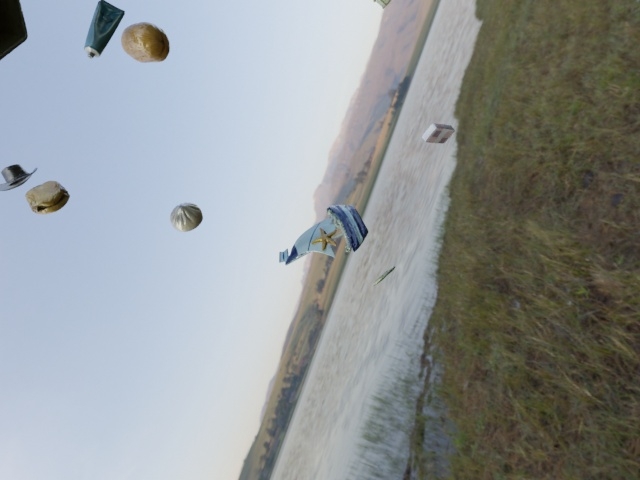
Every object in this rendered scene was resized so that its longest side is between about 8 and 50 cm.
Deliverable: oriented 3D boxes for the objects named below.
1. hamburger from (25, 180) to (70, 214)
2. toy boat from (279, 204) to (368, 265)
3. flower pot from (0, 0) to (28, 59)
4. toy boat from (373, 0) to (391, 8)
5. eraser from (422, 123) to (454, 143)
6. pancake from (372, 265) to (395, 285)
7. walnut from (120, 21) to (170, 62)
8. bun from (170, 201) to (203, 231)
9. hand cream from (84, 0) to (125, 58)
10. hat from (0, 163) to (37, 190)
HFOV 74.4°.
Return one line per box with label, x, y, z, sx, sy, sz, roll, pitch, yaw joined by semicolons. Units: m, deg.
hamburger;-1.087;-0.169;1.680;0.147;0.138;0.083;-40;-36;-27
toy boat;0.000;0.000;1.325;0.067;0.291;0.220;53;-171;-45
flower pot;-0.699;-0.439;0.760;0.209;0.190;0.239;-47;-37;-58
toy boat;0.163;-0.598;0.940;0.066;0.065;0.172;-47;-2;-23
eraser;0.396;-0.358;1.414;0.105;0.026;0.065;-5;-35;-37
pancake;0.212;0.123;1.431;0.108;0.017;0.108;-37;-9;-7
walnut;-0.637;-0.718;1.529;0.144;0.180;0.144;-28;-55;-50
bun;-0.568;-0.110;1.760;0.094;0.138;0.138;77;-150;-54
hand cream;-0.724;-0.697;1.399;0.048;0.083;0.224;-20;55;57
hat;-0.849;-0.180;1.168;0.121;0.050;0.121;-27;17;9
